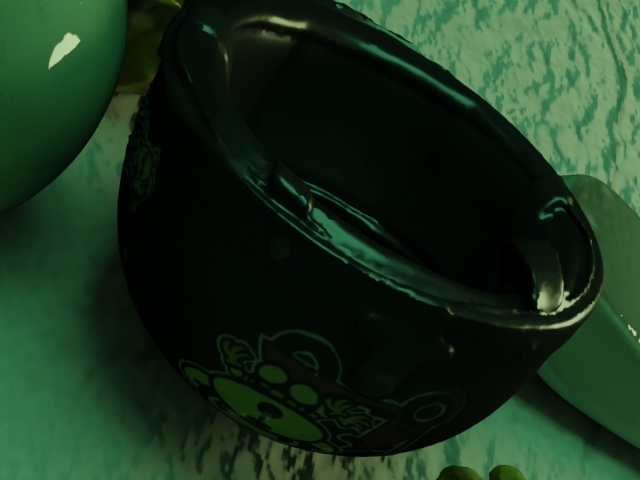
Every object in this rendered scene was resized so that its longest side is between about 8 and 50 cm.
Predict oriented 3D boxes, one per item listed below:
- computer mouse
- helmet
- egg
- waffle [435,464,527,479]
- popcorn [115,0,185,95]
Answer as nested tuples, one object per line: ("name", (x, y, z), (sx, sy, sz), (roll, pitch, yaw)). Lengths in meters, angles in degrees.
("computer mouse", (0.173, 0.056, 1.082), (0.231, 0.079, 0.128), (46, 35, -14))
("helmet", (0.000, 0.000, 0.918), (0.230, 0.160, 0.279), (23, 24, -19))
("egg", (-0.172, -0.098, 0.874), (0.168, 0.168, 0.231), (31, 29, -8))
("waffle", (0.131, 0.193, 0.902), (0.161, 0.046, 0.192), (21, 37, -25))
("popcorn", (-0.092, -0.154, 1.027), (0.148, 0.167, 0.152), (15, 41, 37))
